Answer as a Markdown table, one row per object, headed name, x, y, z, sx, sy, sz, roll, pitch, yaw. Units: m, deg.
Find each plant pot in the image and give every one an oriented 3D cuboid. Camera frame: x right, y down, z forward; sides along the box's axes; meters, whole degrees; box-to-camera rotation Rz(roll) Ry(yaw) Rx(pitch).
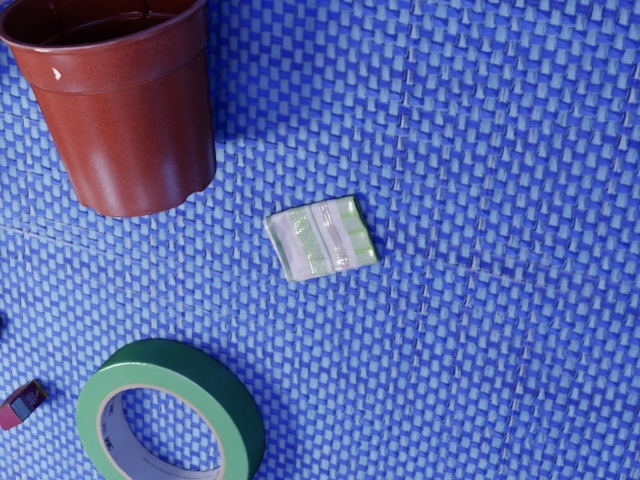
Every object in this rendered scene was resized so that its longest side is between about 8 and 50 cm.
| name | x | y | z | sx | sy | sz | roll | pitch | yaw |
| --- | --- | --- | --- | --- | --- | --- | --- | --- | --- |
| plant pot | -0.257 | -0.192 | 1.380 | 0.272 | 0.272 | 0.265 | 5 | 127 | 19 |

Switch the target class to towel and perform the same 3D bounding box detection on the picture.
| name | x | y | z | sx | sy | sz | roll | pitch | yaw |
| --- | --- | --- | --- | --- | --- | --- | --- | --- | --- |
| towel | 0.000 | 0.000 | 1.504 | 0.152 | 0.023 | 0.113 | -13 | 111 | 27 |

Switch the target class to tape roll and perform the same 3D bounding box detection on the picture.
| name | x | y | z | sx | sy | sz | roll | pitch | yaw |
| --- | --- | --- | --- | --- | --- | --- | --- | --- | --- |
| tape roll | -0.253 | 0.321 | 1.746 | 0.321 | 0.077 | 0.321 | 9 | 119 | 17 |

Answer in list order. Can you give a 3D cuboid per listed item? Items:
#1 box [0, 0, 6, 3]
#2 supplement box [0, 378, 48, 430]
| name | x | y | z | sx | sy | sz | roll | pitch | yaw |
| --- | --- | --- | --- | --- | --- | --- | --- | --- | --- |
| box | -0.475 | -0.399 | 1.388 | 0.119 | 0.181 | 0.182 | -13 | 111 | 28 |
| supplement box | -0.531 | 0.290 | 1.837 | 0.055 | 0.083 | 0.043 | -26 | 104 | 32 |
